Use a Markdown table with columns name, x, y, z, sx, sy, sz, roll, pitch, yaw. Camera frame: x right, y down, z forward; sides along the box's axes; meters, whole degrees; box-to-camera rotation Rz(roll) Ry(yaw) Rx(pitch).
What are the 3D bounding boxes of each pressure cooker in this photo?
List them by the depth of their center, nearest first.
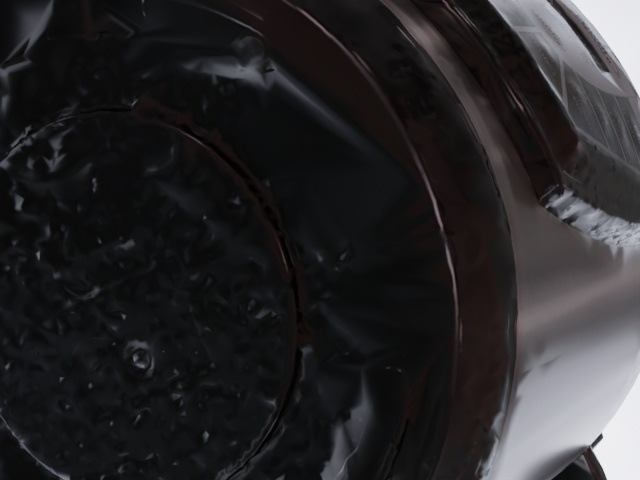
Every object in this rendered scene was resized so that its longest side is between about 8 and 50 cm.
| name | x | y | z | sx | sy | sz | roll | pitch | yaw |
| --- | --- | --- | --- | --- | --- | --- | --- | --- | --- |
| pressure cooker | -0.005 | 0.002 | 0.947 | 0.420 | 0.376 | 0.369 | -14 | -66 | -63 |
